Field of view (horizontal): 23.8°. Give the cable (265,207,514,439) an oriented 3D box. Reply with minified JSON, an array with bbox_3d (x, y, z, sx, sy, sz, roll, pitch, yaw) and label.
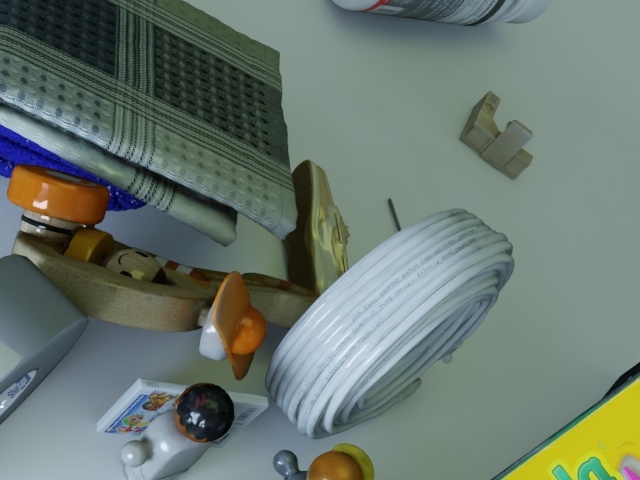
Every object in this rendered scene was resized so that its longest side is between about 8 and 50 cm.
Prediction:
[{"bbox_3d":[0.065,0.073,1.370,0.089,0.257,0.257,48,39,14],"label":"cable"}]

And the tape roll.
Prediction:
[{"bbox_3d":[-0.272,0.109,1.108,0.072,0.219,0.219,44,42,2],"label":"tape roll"}]

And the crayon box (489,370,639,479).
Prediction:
[{"bbox_3d":[0.271,0.302,1.261,0.313,0.363,0.106,50,43,8],"label":"crayon box"}]

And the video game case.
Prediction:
[{"bbox_3d":[-0.118,0.148,1.294,0.122,0.087,0.011,12,53,-30],"label":"video game case"}]

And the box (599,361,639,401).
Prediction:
[{"bbox_3d":[0.384,0.200,1.470,0.179,0.312,0.343,47,41,5],"label":"box"}]

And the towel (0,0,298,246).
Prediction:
[{"bbox_3d":[-0.168,-0.146,1.404,0.324,0.056,0.312,25,32,-23],"label":"towel"}]

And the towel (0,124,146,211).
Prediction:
[{"bbox_3d":[-0.255,-0.185,1.469,0.228,0.076,0.308,18,47,-24],"label":"towel"}]

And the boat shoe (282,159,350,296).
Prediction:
[{"bbox_3d":[0.000,0.000,1.530,0.059,0.063,0.170,15,58,-32],"label":"boat shoe"}]

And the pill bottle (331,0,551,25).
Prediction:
[{"bbox_3d":[0.148,-0.347,1.847,0.283,0.161,0.161,0,57,-37],"label":"pill bottle"}]

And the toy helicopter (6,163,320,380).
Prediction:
[{"bbox_3d":[-0.106,0.046,1.317,0.235,0.140,0.355,20,6,36],"label":"toy helicopter"}]

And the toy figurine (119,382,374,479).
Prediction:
[{"bbox_3d":[-0.071,0.232,1.216,0.213,0.148,0.209,31,43,-13],"label":"toy figurine"}]

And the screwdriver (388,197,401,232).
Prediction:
[{"bbox_3d":[0.096,0.022,1.618,0.025,0.024,0.170,44,24,-46],"label":"screwdriver"}]

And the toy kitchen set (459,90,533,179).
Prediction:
[{"bbox_3d":[0.225,-0.135,1.803,0.083,0.068,0.075,36,42,-8],"label":"toy kitchen set"}]
